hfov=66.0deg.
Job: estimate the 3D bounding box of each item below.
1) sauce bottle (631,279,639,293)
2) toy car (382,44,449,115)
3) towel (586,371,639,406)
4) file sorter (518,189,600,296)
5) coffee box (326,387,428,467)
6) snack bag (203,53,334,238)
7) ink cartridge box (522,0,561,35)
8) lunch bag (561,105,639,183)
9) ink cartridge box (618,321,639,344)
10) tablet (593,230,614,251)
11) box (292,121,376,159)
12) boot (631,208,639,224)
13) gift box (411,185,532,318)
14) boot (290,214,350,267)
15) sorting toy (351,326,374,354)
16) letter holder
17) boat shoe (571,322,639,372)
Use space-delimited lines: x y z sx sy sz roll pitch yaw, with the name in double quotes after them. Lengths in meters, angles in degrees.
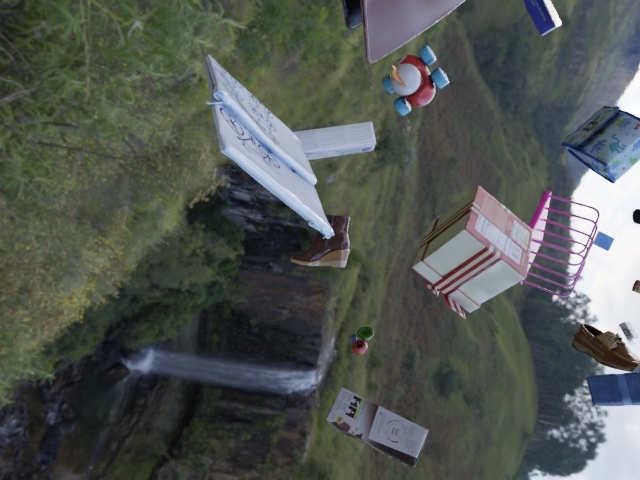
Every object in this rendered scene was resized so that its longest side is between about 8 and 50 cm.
0.984 0.153 1.436 0.042 0.128 0.042 -49 151 -38 "sauce bottle"
0.324 -0.622 1.866 0.238 0.219 0.210 -4 67 -57 "toy car"
0.624 0.310 1.024 0.029 0.119 0.067 49 37 -52 "towel"
0.780 0.023 1.620 0.202 0.182 0.291 -55 149 -21 "file sorter"
0.182 0.602 1.577 0.119 0.297 0.168 -61 160 -21 "coffee box"
-0.105 -0.193 1.002 0.323 0.037 0.342 39 23 -41 "snack bag"
0.678 -0.815 1.599 0.303 0.072 0.307 60 37 -6 "ink cartridge box"
0.645 -0.227 1.112 0.129 0.096 0.151 -43 -139 12 "lunch bag"
1.186 0.355 1.888 0.028 0.048 0.083 -45 -132 41 "ink cartridge box"
1.037 0.003 1.806 0.054 0.083 0.006 -66 -162 5 "tablet"
-0.020 -0.251 1.292 0.063 0.324 0.067 110 -31 -79 "box"
1.208 -0.094 1.637 0.207 0.246 0.094 -128 -156 -73 "boot"
0.444 0.051 1.433 0.258 0.276 0.255 -45 -175 46 "gift box"
0.000 0.000 1.970 0.090 0.248 0.207 10 83 -70 "boot"
0.122 0.305 1.474 0.102 0.061 0.042 -50 139 -45 "sorting toy"
0.166 -0.521 0.949 0.302 0.152 0.214 -36 161 -2 "letter holder"
1.121 0.414 1.929 0.324 0.122 0.120 -148 -114 -71 "boat shoe"
